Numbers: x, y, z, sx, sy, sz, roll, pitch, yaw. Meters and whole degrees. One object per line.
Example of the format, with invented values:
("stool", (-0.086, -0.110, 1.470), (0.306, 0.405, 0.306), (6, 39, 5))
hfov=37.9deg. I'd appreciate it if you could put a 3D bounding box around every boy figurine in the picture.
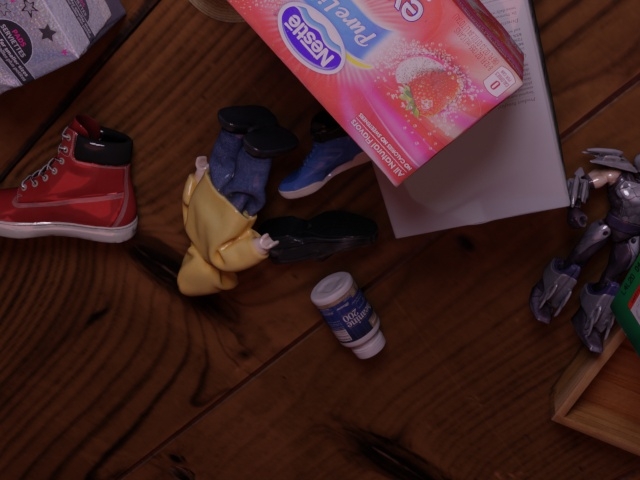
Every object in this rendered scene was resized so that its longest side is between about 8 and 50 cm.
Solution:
("boy figurine", (-0.117, -0.028, 1.226), (0.177, 0.092, 0.285), (43, 129, 31))

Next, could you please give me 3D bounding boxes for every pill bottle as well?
("pill bottle", (0.043, 0.108, 1.319), (0.067, 0.067, 0.120), (-24, 115, 22))

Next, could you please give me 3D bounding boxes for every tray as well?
("tray", (0.557, 0.238, 1.307), (0.411, 0.076, 0.202), (23, 123, -4))

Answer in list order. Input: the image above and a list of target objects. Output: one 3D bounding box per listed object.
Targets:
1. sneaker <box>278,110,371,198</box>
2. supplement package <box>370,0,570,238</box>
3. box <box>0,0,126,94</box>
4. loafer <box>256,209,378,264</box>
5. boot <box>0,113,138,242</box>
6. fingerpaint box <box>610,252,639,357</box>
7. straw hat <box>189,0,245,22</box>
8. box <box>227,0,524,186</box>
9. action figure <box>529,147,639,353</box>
("sneaker", (-0.003, -0.118, 1.190), (0.152, 0.058, 0.084), (-26, 120, 18))
("supplement package", (0.152, -0.176, 1.046), (0.199, 0.198, 0.262), (-11, 118, 16))
("box", (-0.364, -0.318, 1.069), (0.142, 0.163, 0.247), (-19, 117, 22))
("loafer", (0.000, 0.000, 1.269), (0.170, 0.062, 0.061), (-1, 130, 22))
("boot", (-0.373, -0.093, 1.260), (0.245, 0.088, 0.176), (2, 122, -1))
("fingerpaint box", (0.600, -0.026, 1.033), (0.371, 0.163, 0.444), (8, 124, -15))
("straw hat", (-0.118, -0.313, 1.090), (0.145, 0.061, 0.144), (4, 121, 7))
("box", (0.033, -0.219, 0.847), (0.154, 0.142, 0.300), (-39, 99, 23))
("action figure", (0.375, -0.004, 1.176), (0.185, 0.099, 0.284), (22, 120, 2))
